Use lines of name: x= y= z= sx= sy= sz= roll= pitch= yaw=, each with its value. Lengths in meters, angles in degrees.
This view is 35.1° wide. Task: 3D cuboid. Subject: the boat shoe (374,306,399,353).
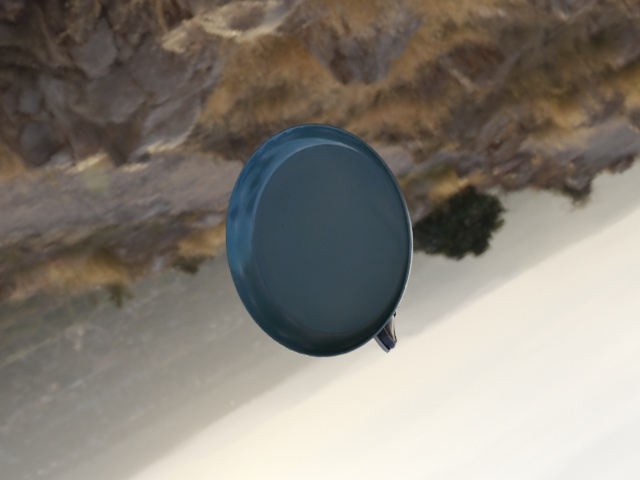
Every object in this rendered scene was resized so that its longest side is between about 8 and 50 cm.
boat shoe: x=0.091 y=0.083 z=1.573 sx=0.065 sy=0.206 sz=0.075 roll=-28 pitch=134 yaw=13

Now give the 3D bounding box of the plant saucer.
plant saucer: x=0.000 y=0.000 z=1.384 sx=0.317 sy=0.317 sz=0.044 roll=-37 pitch=161 yaw=33
